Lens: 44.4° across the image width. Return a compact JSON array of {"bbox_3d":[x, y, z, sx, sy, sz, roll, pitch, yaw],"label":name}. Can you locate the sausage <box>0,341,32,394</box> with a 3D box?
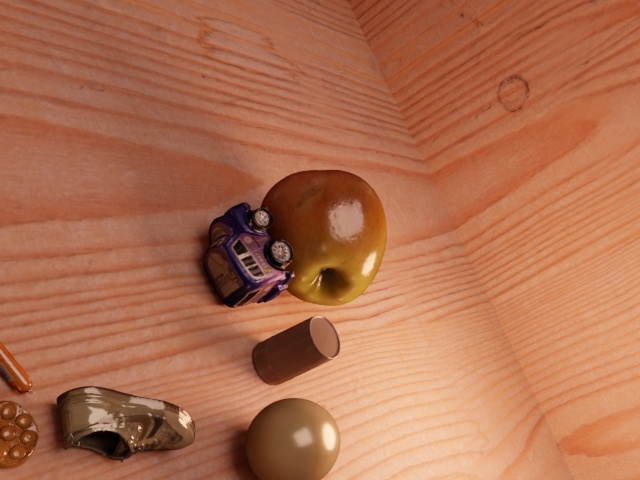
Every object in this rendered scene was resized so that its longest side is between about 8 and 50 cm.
[{"bbox_3d":[-0.512,0.213,1.295,0.107,0.031,0.031,55,30,-9],"label":"sausage"}]

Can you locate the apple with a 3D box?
[{"bbox_3d":[0.000,0.000,1.967,0.338,0.338,0.305,26,51,-43],"label":"apple"}]

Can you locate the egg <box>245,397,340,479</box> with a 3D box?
[{"bbox_3d":[-0.054,0.421,1.633,0.241,0.186,0.186,4,59,-64],"label":"egg"}]

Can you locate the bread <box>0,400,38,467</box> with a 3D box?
[{"bbox_3d":[-0.496,0.305,1.240,0.110,0.024,0.110,37,38,-35],"label":"bread"}]

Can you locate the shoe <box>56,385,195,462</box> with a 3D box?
[{"bbox_3d":[-0.337,0.337,1.380,0.274,0.103,0.098,23,46,-37],"label":"shoe"}]

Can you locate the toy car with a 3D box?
[{"bbox_3d":[-0.186,0.038,1.819,0.158,0.172,0.235,-20,76,-45],"label":"toy car"}]

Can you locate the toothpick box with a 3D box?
[{"bbox_3d":[-0.056,0.252,1.790,0.111,0.180,0.111,36,39,-35],"label":"toothpick box"}]
